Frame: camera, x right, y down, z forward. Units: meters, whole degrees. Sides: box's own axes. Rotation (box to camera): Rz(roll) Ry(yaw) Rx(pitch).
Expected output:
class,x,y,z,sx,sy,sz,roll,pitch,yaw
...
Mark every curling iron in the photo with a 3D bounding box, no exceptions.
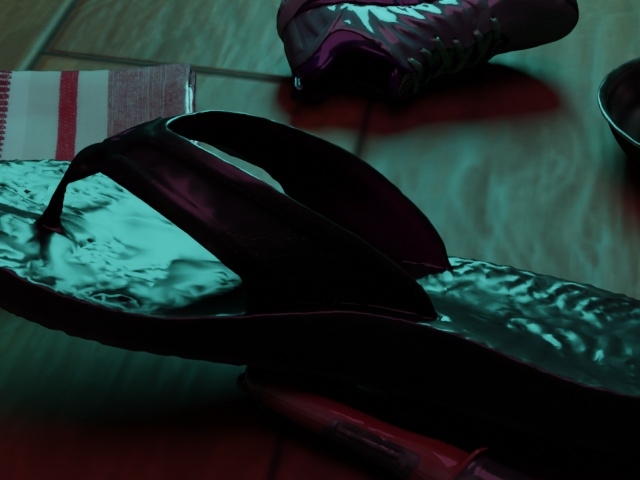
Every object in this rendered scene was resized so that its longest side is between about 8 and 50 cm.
class,x,y,z,sx,sy,sz,roll,pitch,yaw
curling iron,0.073,0.111,0.878,0.274,0.035,0.068,24,37,28

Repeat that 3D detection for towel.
class,x,y,z,sx,sy,sz,roll,pitch,yaw
towel,-0.243,-0.057,1.112,0.329,0.037,0.237,0,32,-5

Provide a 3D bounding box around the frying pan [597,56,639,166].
class,x,y,z,sx,sy,sz,roll,pitch,yaw
frying pan,0.289,-0.112,1.229,0.197,0.053,0.326,3,31,-1

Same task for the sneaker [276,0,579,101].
class,x,y,z,sx,sy,sz,roll,pitch,yaw
sneaker,0.082,-0.136,1.246,0.224,0.083,0.098,-4,54,-3

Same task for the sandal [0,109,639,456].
class,x,y,z,sx,sy,sz,roll,pitch,yaw
sandal,0.002,-0.001,0.917,0.446,0.107,0.167,13,23,-1
